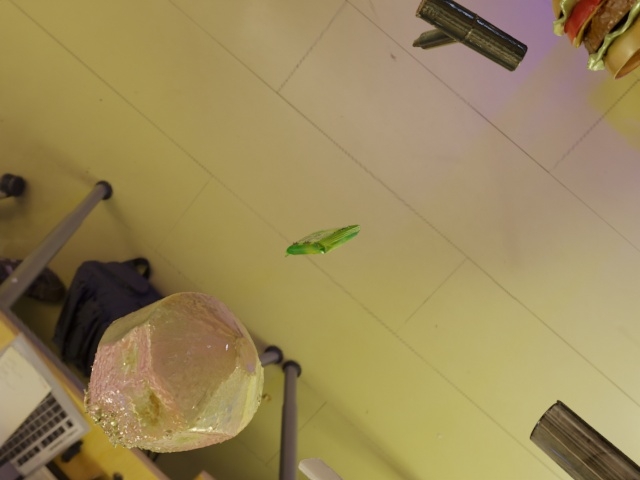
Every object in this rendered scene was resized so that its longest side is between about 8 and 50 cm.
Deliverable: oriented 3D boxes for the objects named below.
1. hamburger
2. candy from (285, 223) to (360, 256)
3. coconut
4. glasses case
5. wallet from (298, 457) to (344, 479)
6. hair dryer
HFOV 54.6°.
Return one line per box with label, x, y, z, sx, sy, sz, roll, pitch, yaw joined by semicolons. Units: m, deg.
hamburger;0.517;-0.427;1.031;0.274;0.274;0.212;-41;77;17
candy;0.001;0.001;1.212;0.102;0.178;0.032;-25;97;-23
coconut;-0.199;0.194;0.897;0.245;0.233;0.233;-22;97;33
glasses case;0.424;0.351;0.844;0.060;0.114;0.299;-36;56;-19
wallet;0.009;0.510;1.340;0.122;0.061;0.025;22;106;51
hair dryer;0.214;-0.315;0.989;0.173;0.195;0.050;29;91;-9
